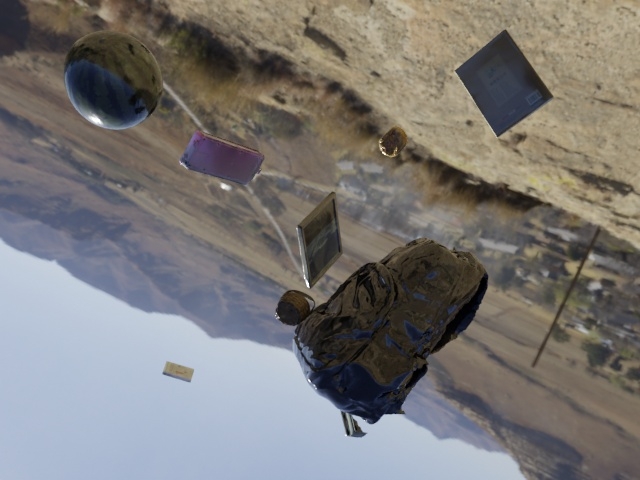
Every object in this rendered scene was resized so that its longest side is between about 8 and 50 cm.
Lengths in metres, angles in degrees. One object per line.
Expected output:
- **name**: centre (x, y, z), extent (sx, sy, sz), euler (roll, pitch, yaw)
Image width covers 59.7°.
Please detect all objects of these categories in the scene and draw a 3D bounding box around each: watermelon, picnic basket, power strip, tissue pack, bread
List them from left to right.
- **watermelon**: centre (-0.453, -0.352, 1.221), extent (0.212, 0.212, 0.212), euler (27, 170, 5)
- **tissue pack**: centre (-0.516, 0.477, 2.025), extent (0.108, 0.023, 0.056), euler (21, -148, -10)
- **power strip**: centre (-0.275, -0.232, 1.598), extent (0.037, 0.109, 0.278), euler (43, -161, 31)
- **picnic basket**: centre (-0.049, 0.132, 1.144), extent (0.072, 0.072, 0.083), euler (25, -147, 11)
- **bread**: centre (0.257, -0.343, 1.950), extent (0.083, 0.110, 0.044), euler (52, -146, 10)

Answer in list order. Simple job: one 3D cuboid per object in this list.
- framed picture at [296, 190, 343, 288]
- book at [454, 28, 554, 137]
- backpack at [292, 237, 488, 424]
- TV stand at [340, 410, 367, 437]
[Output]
- **framed picture**: centre (0.000, 0.000, 1.712), extent (0.023, 0.189, 0.260), euler (21, 138, 29)
- **book**: centre (0.615, -0.533, 1.892), extent (0.021, 0.217, 0.311), euler (7, -127, -52)
- **backpack**: centre (0.161, 0.170, 1.221), extent (0.255, 0.446, 0.363), euler (45, 179, -16)
- **TV stand**: centre (0.060, 0.361, 1.351), extent (0.036, 0.042, 0.249), euler (17, -145, -28)
